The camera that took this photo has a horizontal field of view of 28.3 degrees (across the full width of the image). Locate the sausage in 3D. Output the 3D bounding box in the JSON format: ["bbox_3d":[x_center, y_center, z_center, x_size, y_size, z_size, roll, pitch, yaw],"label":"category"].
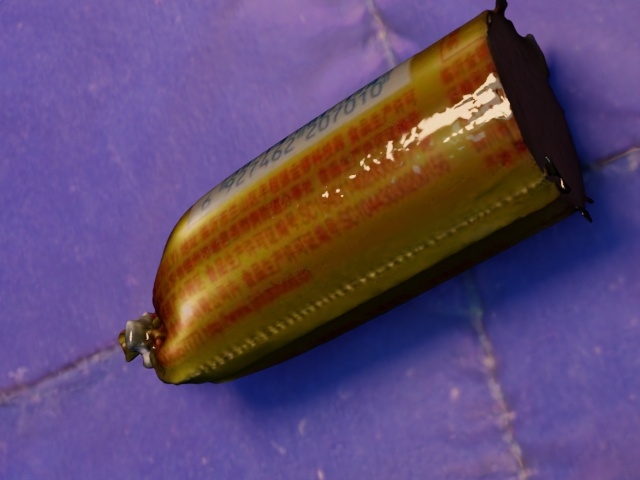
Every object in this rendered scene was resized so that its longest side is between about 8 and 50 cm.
[{"bbox_3d":[0.001,0.002,0.728,0.317,0.117,0.125,-32,59,23],"label":"sausage"}]
